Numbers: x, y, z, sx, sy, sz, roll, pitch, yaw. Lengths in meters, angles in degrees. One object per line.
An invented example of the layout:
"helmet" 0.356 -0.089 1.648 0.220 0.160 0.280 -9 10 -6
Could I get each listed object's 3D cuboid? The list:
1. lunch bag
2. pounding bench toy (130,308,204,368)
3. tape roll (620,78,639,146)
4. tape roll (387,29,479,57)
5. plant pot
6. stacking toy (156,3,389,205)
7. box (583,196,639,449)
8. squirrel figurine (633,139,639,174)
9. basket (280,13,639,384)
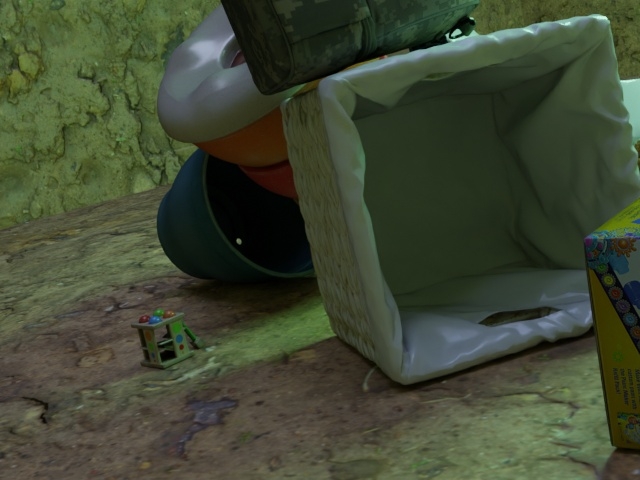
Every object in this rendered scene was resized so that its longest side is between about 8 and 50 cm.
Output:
"lunch bag" 0.013 -0.329 1.036 0.256 0.305 0.212 -23 5 -11
"pounding bench toy" -0.194 0.120 1.244 0.052 0.065 0.083 0 15 46
"tape roll" 0.458 -0.156 1.563 0.286 0.100 0.286 -10 -16 -3
"tape roll" 0.156 -0.187 1.580 0.072 0.392 0.392 -21 15 -37
"plant pot" -0.133 -0.045 1.574 0.272 0.271 0.255 -21 -1 -38
"stacking toy" 0.027 -0.145 1.411 0.351 0.480 0.350 -27 36 22
"box" 0.402 0.037 0.756 0.279 0.177 0.290 -2 15 37
"squirrel figurine" 0.536 -0.135 1.194 0.397 0.281 0.370 -18 15 -13
"basket" 0.156 -0.050 1.090 0.328 0.331 0.266 -16 7 -14
